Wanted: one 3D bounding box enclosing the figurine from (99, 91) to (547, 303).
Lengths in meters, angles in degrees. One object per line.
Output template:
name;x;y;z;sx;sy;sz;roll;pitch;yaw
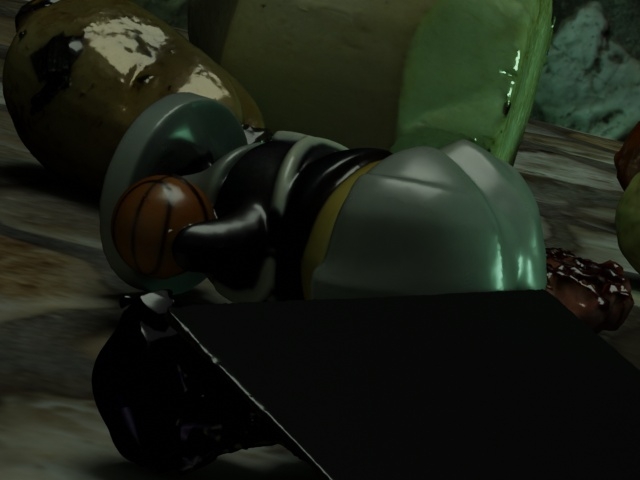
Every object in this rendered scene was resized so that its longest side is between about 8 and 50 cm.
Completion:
figurine;0.000;0.000;0.936;0.236;0.133;0.176;16;19;30

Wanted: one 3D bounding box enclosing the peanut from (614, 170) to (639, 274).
peanut;0.358;-0.003;1.471;0.224;0.129;0.129;11;10;-17

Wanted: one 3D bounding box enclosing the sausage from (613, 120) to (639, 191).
sausage;0.430;-0.056;1.787;0.268;0.153;0.141;18;10;27

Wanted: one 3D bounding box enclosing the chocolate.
chocolate;-0.031;0.063;0.718;0.147;0.072;0.070;14;-1;-32

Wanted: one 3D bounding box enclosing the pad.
pad;0.092;0.086;0.726;0.202;0.005;0.299;43;23;27

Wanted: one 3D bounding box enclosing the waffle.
waffle;0.099;0.021;1.189;0.221;0.055;0.234;8;6;-21

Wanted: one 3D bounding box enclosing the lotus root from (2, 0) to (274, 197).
lotus root;-0.143;-0.097;1.285;0.257;0.140;0.154;32;5;34

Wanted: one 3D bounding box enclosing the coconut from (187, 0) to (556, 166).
coconut;0.030;-0.158;1.450;0.323;0.323;0.323;13;9;-2
